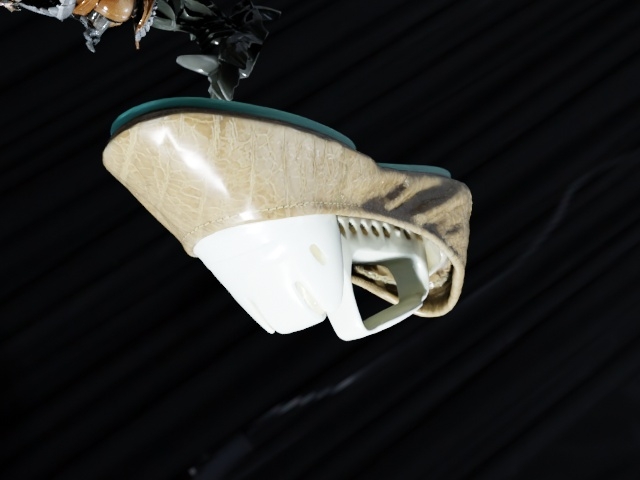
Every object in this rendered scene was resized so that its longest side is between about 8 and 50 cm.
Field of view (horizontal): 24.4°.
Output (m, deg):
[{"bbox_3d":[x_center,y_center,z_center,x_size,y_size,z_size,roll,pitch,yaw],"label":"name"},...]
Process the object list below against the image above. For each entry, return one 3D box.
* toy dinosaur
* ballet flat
[{"bbox_3d":[-0.121,-0.222,1.029,0.218,0.322,0.164,25,140,-1],"label":"toy dinosaur"},{"bbox_3d":[0.000,0.000,0.932,0.116,0.342,0.124,-17,74,28],"label":"ballet flat"}]
